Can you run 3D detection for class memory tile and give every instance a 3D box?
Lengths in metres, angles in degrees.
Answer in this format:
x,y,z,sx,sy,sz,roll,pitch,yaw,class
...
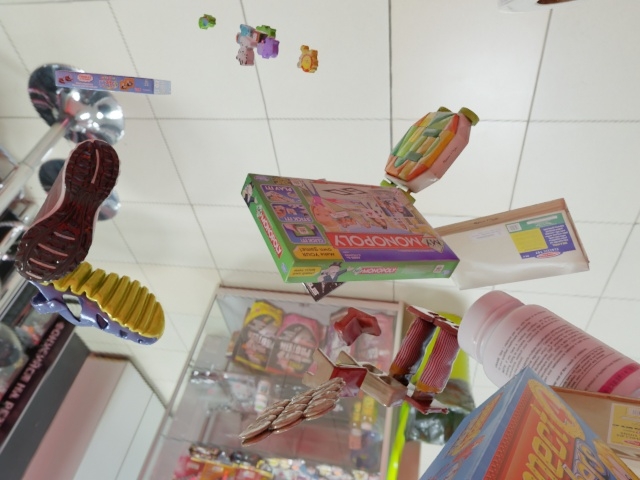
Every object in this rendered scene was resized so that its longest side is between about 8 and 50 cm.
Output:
x,y,z,sx,sy,sz,roll,pitch,yaw,class
-0.029,0.194,0.598,0.113,0.012,0.148,-24,174,5,memory tile

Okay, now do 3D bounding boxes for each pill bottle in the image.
x,y,z,sx,sy,sz,roll,pitch,yaw,class
0.375,0.206,0.851,0.283,0.160,0.160,38,163,49,pill bottle

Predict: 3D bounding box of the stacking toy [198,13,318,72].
x,y,z,sx,sy,sz,roll,pitch,yaw,class
-0.130,-0.403,1.054,0.166,0.221,0.052,-9,129,-41,stacking toy

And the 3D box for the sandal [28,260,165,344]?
x,y,z,sx,sy,sz,roll,pitch,yaw,class
-0.479,0.132,1.088,0.317,0.126,0.138,31,118,-5,sandal

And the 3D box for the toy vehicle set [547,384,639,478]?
x,y,z,sx,sy,sz,roll,pitch,yaw,class
0.381,0.235,0.602,0.266,0.166,0.035,1,99,33,toy vehicle set

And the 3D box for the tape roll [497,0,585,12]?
x,y,z,sx,sy,sz,roll,pitch,yaw,class
0.391,-0.467,0.789,0.246,0.246,0.169,-4,103,20,tape roll

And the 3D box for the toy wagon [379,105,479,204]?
x,y,z,sx,sy,sz,roll,pitch,yaw,class
0.259,-0.235,1.353,0.068,0.344,0.267,37,94,-20,toy wagon

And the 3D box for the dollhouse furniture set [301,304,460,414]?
x,y,z,sx,sy,sz,roll,pitch,yaw,class
0.165,0.248,1.090,0.152,0.201,0.374,26,-174,42,dollhouse furniture set

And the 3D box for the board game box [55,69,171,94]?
x,y,z,sx,sy,sz,roll,pitch,yaw,class
-0.472,-0.365,1.196,0.211,0.160,0.039,3,106,-4,board game box

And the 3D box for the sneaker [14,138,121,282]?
x,y,z,sx,sy,sz,roll,pitch,yaw,class
-0.430,-0.049,0.891,0.100,0.272,0.108,29,180,-30,sneaker

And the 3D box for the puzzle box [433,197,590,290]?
x,y,z,sx,sy,sz,roll,pitch,yaw,class
0.567,0.027,1.568,0.408,0.052,0.272,-14,131,33,puzzle box

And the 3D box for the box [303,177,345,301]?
x,y,z,sx,sy,sz,roll,pitch,yaw,class
0.000,0.000,1.207,0.183,0.056,0.231,-35,87,22,box

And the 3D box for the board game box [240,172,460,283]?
x,y,z,sx,sy,sz,roll,pitch,yaw,class
0.051,-0.021,0.850,0.317,0.214,0.046,1,129,-32,board game box

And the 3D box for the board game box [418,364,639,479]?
x,y,z,sx,sy,sz,roll,pitch,yaw,class
0.187,0.249,0.302,0.302,0.308,0.086,48,111,19,board game box
